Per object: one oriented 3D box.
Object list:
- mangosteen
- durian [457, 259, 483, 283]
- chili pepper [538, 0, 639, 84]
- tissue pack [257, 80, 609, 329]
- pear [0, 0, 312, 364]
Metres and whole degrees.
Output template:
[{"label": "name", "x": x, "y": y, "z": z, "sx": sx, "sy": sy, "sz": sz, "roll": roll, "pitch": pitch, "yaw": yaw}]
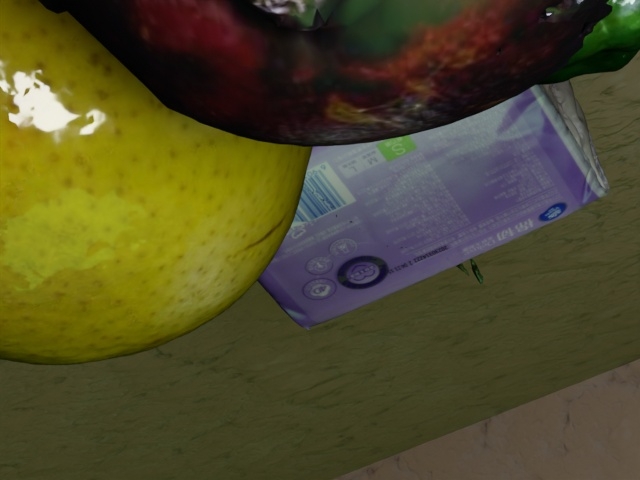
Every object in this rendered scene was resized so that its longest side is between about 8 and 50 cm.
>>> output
[{"label": "mangosteen", "x": -0.003, "y": -0.239, "z": 0.949, "sx": 0.381, "sy": 0.381, "sz": 0.421, "roll": -15, "pitch": -163, "yaw": -7}, {"label": "durian", "x": 0.027, "y": -0.048, "z": 1.894, "sx": 0.375, "sy": 0.106, "sz": 0.132, "roll": 19, "pitch": 131, "yaw": -23}, {"label": "chili pepper", "x": 0.162, "y": -0.200, "z": 1.354, "sx": 0.213, "sy": 0.167, "sz": 0.385, "roll": 3, "pitch": -173, "yaw": 0}, {"label": "tissue pack", "x": 0.069, "y": -0.089, "z": 1.689, "sx": 0.338, "sy": 0.160, "sz": 0.242, "roll": -25, "pitch": 136, "yaw": 15}, {"label": "pear", "x": -0.170, "y": -0.102, "z": 1.214, "sx": 0.362, "sy": 0.362, "sz": 0.418, "roll": -30, "pitch": 180, "yaw": 34}]
